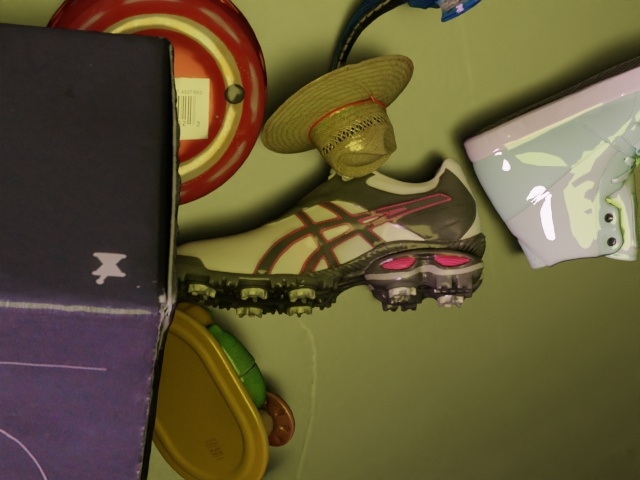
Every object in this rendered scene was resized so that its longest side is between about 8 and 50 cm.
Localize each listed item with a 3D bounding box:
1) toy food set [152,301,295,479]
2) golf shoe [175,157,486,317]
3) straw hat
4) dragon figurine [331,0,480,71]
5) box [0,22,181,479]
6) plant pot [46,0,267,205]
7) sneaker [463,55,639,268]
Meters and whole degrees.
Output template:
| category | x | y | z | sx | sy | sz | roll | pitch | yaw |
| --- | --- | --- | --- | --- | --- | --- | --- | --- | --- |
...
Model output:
| category | x | y | z | sx | sy | sz | roll | pitch | yaw |
| --- | --- | --- | --- | --- | --- | --- | --- | --- | --- |
| toy food set | -0.083 | 0.138 | 1.608 | 0.128 | 0.071 | 0.218 | -22 | 99 | 42 |
| golf shoe | 0.000 | 0.000 | 1.598 | 0.273 | 0.105 | 0.120 | -3 | 77 | -7 |
| straw hat | 0.027 | -0.085 | 1.545 | 0.144 | 0.144 | 0.061 | -29 | 71 | -2 |
| dragon figurine | 0.100 | -0.230 | 1.535 | 0.289 | 0.144 | 0.085 | -44 | 101 | 1 |
| box | -0.360 | 0.104 | 1.358 | 0.480 | 0.297 | 0.471 | 5 | 133 | -8 |
| plant pot | -0.132 | -0.121 | 1.511 | 0.191 | 0.174 | 0.191 | -1 | 97 | -7 |
| sneaker | 0.265 | -0.069 | 1.606 | 0.256 | 0.094 | 0.151 | -24 | 95 | 7 |
